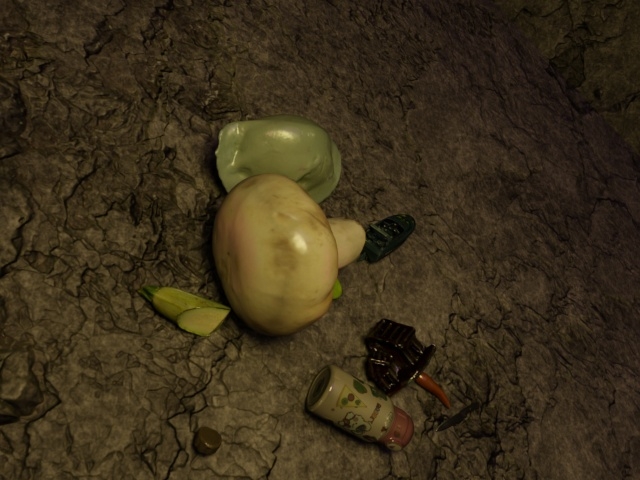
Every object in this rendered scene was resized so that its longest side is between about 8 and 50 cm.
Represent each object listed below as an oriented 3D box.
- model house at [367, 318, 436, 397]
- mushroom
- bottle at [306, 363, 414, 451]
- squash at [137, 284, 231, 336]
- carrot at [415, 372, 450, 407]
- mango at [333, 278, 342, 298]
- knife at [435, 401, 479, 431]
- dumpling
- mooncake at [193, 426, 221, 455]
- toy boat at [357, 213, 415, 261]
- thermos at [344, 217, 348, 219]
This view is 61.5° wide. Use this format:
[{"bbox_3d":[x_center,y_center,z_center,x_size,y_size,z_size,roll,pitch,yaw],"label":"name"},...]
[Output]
[{"bbox_3d":[0.178,0.282,1.342,0.152,0.106,0.165,49,47,-2],"label":"model house"},{"bbox_3d":[-0.091,0.040,1.208,0.353,0.353,0.325,33,97,-11],"label":"mushroom"},{"bbox_3d":[0.100,0.392,1.232,0.253,0.120,0.120,32,54,-11],"label":"bottle"},{"bbox_3d":[-0.301,0.146,1.159,0.200,0.090,0.075,22,47,-11],"label":"squash"},{"bbox_3d":[0.293,0.385,1.403,0.142,0.035,0.035,43,52,-10],"label":"carrot"},{"bbox_3d":[0.010,0.107,1.370,0.108,0.056,0.073,39,58,-10],"label":"mango"},{"bbox_3d":[0.362,0.465,1.415,0.170,0.010,0.023,-16,68,-33],"label":"knife"},{"bbox_3d":[-0.098,-0.210,1.400,0.321,0.270,0.211,0,39,-4],"label":"dumpling"},{"bbox_3d":[-0.256,0.460,0.943,0.150,0.057,0.347,32,29,18],"label":"mooncake"},{"bbox_3d":[0.195,-0.023,1.521,0.093,0.103,0.246,38,43,23],"label":"toy boat"},{"bbox_3d":[-0.003,-0.003,1.413,0.188,0.073,0.083,-14,94,-33],"label":"thermos"}]
